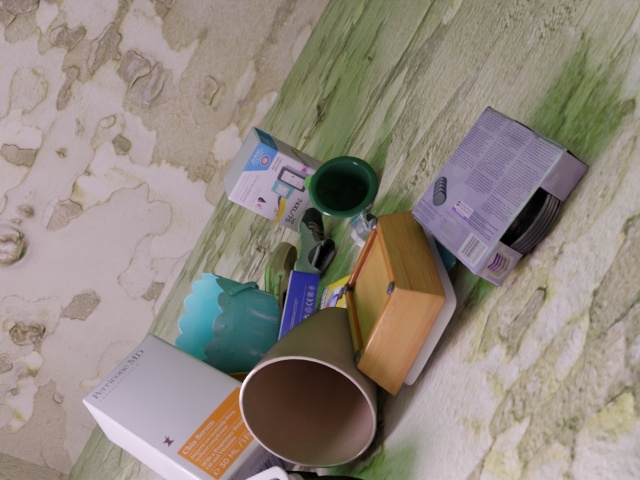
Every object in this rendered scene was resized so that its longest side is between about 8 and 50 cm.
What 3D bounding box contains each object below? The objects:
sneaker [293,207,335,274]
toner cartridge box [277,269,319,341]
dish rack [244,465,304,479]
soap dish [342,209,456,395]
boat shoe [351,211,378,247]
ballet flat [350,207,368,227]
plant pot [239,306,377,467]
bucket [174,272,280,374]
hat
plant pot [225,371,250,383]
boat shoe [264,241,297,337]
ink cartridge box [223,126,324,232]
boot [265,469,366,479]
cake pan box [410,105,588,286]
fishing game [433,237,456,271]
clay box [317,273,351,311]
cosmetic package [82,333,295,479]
[{"bbox_3d":[0.000,0.000,2.101,0.132,0.086,0.228,-31,47,51],"label":"sneaker"},{"bbox_3d":[-0.067,0.257,1.848,0.165,0.075,0.347,103,177,-49],"label":"toner cartridge box"},{"bbox_3d":[-0.065,0.576,1.361,0.285,0.072,0.332,-41,55,48],"label":"dish rack"},{"bbox_3d":[0.135,0.102,1.451,0.290,0.118,0.228,-97,26,-58],"label":"soap dish"},{"bbox_3d":[0.125,-0.019,1.770,0.081,0.079,0.227,-66,15,8],"label":"boat shoe"},{"bbox_3d":[0.105,-0.051,1.921,0.114,0.041,0.041,136,156,-73],"label":"ballet flat"},{"bbox_3d":[0.005,0.255,1.535,0.256,0.257,0.274,-53,5,30],"label":"plant pot"},{"bbox_3d":[-0.237,0.225,1.993,0.281,0.183,0.281,-40,41,47],"label":"bucket"},{"bbox_3d":[0.073,-0.112,2.074,0.208,0.173,0.183,-49,-20,-16],"label":"hat"},{"bbox_3d":[-0.251,0.468,1.904,0.212,0.187,0.212,-7,45,14],"label":"plant pot"},{"bbox_3d":[-0.098,0.140,2.154,0.098,0.109,0.302,-3,56,26],"label":"boat shoe"},{"bbox_3d":[-0.121,-0.177,2.338,0.198,0.270,0.197,-60,20,13],"label":"ink cartridge box"},{"bbox_3d":[-0.002,0.483,1.422,0.305,0.112,0.115,-19,62,54],"label":"boot"},{"bbox_3d":[0.296,-0.082,1.333,0.245,0.070,0.267,-58,29,11],"label":"cake pan box"},{"bbox_3d":[0.224,0.037,1.501,0.189,0.041,0.263,134,150,-60],"label":"fishing game"},{"bbox_3d":[0.047,0.155,1.792,0.222,0.053,0.127,-31,38,57],"label":"clay box"},{"bbox_3d":[-0.279,0.404,1.717,0.454,0.161,0.230,19,53,36],"label":"cosmetic package"}]
